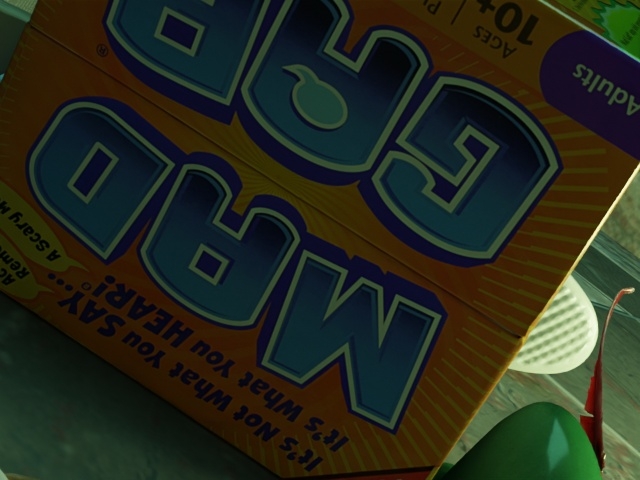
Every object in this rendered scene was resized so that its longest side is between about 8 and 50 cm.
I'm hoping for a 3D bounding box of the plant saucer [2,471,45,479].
[{"bbox_3d":[-0.099,0.170,0.663,0.198,0.036,0.198,31,12,-7],"label":"plant saucer"}]

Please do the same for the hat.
[{"bbox_3d":[0.181,0.136,1.124,0.173,0.183,0.208,22,16,-37],"label":"hat"}]

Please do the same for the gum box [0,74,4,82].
[{"bbox_3d":[-0.245,-0.117,1.426,0.184,0.041,0.157,40,15,32],"label":"gum box"}]

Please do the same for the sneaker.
[{"bbox_3d":[0.128,0.003,1.636,0.366,0.135,0.150,33,17,4],"label":"sneaker"}]

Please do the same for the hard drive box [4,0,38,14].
[{"bbox_3d":[-0.356,-0.274,1.411,0.232,0.089,0.181,9,36,-52],"label":"hard drive box"}]

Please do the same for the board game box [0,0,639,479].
[{"bbox_3d":[0.028,-0.096,1.082,0.356,0.356,0.356,33,28,6],"label":"board game box"}]

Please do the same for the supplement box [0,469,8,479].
[{"bbox_3d":[-0.183,0.105,0.539,0.111,0.114,0.220,18,20,-51],"label":"supplement box"}]

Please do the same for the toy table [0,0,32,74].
[{"bbox_3d":[-0.316,-0.119,0.989,0.252,0.161,0.274,41,14,37],"label":"toy table"}]
